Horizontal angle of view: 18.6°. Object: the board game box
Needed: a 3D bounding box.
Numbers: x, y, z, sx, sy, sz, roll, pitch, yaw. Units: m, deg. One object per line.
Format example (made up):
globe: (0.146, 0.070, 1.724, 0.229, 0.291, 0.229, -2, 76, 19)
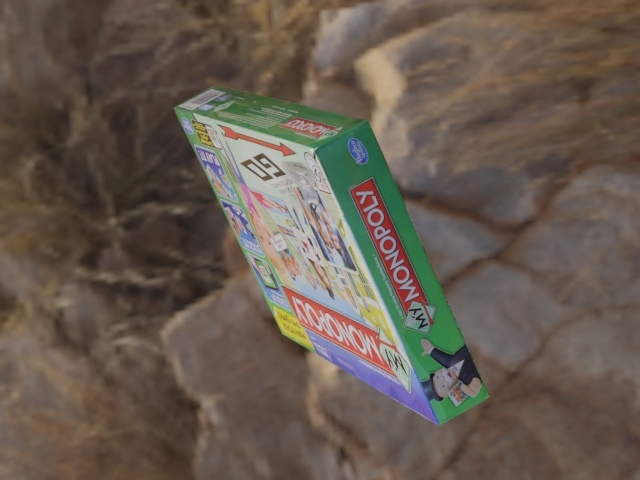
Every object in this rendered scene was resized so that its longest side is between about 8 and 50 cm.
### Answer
board game box: (0.000, 0.000, 1.426, 0.213, 0.046, 0.317, 66, 165, -16)
